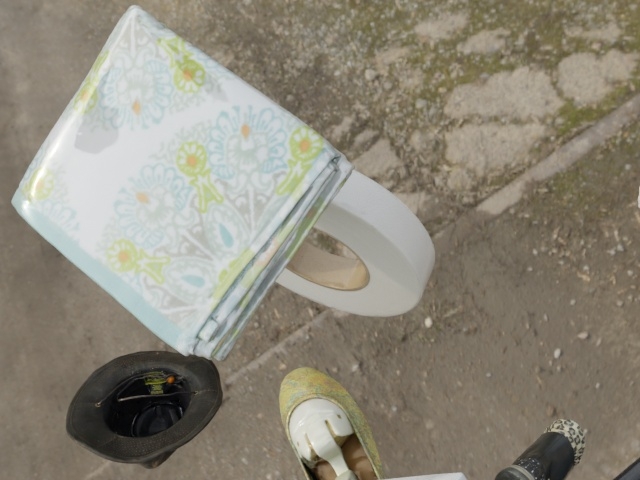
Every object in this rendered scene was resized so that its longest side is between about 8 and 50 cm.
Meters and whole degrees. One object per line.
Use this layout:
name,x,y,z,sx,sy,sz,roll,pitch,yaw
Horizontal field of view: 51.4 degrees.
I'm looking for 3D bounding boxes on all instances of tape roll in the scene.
tape roll,0.000,0.000,1.127,0.392,0.392,0.072,14,61,24

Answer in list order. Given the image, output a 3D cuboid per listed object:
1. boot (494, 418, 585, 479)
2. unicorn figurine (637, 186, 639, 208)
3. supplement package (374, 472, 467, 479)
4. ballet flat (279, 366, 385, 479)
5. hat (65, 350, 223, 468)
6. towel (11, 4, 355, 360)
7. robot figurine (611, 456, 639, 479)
boot,0.343,0.409,1.076,0.179,0.236,0.085,-27,45,-35
unicorn figurine,0.517,-0.087,0.968,0.060,0.162,0.111,36,111,58
supplement package,0.076,0.375,0.573,0.199,0.198,0.262,-34,91,-39
ballet flat,0.029,0.323,0.930,0.123,0.123,0.348,-27,63,-1
hat,-0.341,0.358,1.325,0.332,0.133,0.331,-1,25,0
towel,-0.187,-0.072,0.852,0.375,0.090,0.320,37,95,13
robot figurine,0.587,0.472,1.064,0.209,0.173,0.278,44,93,-10
